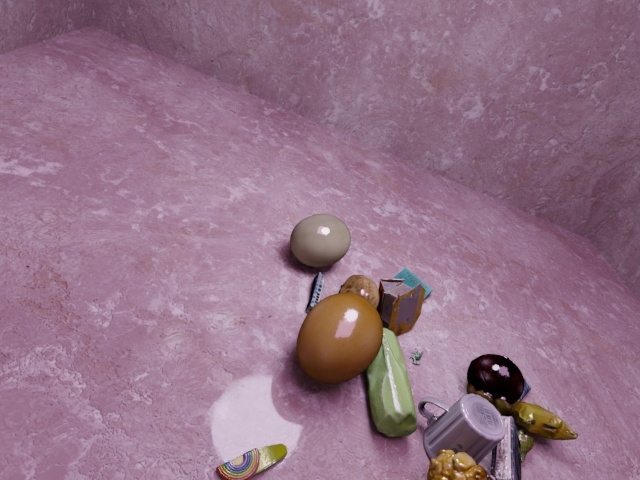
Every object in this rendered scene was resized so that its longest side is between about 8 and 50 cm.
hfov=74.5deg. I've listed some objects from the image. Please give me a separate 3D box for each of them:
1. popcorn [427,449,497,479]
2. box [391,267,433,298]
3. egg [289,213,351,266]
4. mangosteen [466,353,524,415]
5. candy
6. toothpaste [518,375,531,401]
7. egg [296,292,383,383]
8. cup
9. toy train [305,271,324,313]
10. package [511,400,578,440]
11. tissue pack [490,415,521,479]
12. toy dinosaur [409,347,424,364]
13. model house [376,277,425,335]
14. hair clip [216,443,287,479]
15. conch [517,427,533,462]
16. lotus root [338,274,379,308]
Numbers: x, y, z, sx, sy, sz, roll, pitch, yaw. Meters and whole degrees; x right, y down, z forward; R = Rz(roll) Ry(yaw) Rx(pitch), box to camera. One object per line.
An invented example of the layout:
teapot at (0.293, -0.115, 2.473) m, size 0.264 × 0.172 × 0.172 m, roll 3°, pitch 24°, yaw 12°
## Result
popcorn at (0.350, 0.652, 1.116) m, size 0.140 × 0.194 × 0.163 m, roll -3°, pitch 19°, yaw -33°
box at (0.380, 0.216, 1.835) m, size 0.162 × 0.041 × 0.229 m, roll 40°, pitch 36°, yaw 18°
egg at (0.000, 0.000, 1.707) m, size 0.269 × 0.219 × 0.219 m, roll 0°, pitch 42°, yaw -41°
mangosteen at (0.616, 0.504, 1.495) m, size 0.209 × 0.210 × 0.210 m, roll 18°, pitch 35°, yaw -13°
candy at (0.223, 0.446, 1.344) m, size 0.142 × 0.132 × 0.344 m, roll 12°, pitch 37°, yaw -12°
toothpaste at (0.770, 0.586, 1.624) m, size 0.197 × 0.035 × 0.057 m, roll -16°, pitch 68°, yaw -47°
egg at (0.059, 0.303, 1.311) m, size 0.250 × 0.250 × 0.322 m, roll 35°, pitch 38°, yaw 12°
cup at (0.405, 0.563, 1.249) m, size 0.221 × 0.202 × 0.167 m, roll 24°, pitch 31°, yaw -4°
toy train at (-0.015, 0.194, 1.590) m, size 0.047 × 0.043 × 0.208 m, roll 26°, pitch 34°, yaw -7°
package at (0.763, 0.630, 1.482) m, size 0.226 × 0.090 × 0.168 m, roll 21°, pitch 0°, yaw -6°
tissue pack at (0.554, 0.669, 1.251) m, size 0.073 × 0.174 × 0.235 m, roll -7°, pitch 20°, yaw 27°
toy dinosaur at (0.365, 0.432, 1.559) m, size 0.083 × 0.021 × 0.062 m, roll 10°, pitch 44°, yaw -18°
model house at (0.284, 0.249, 1.628) m, size 0.207 × 0.220 × 0.135 m, roll -20°, pitch 36°, yaw -38°
hair clip at (-0.158, 0.545, 1.035) m, size 0.188 × 0.033 × 0.060 m, roll -5°, pitch 48°, yaw -39°
conch at (0.664, 0.681, 1.411) m, size 0.089 × 0.074 × 0.121 m, roll 7°, pitch 42°, yaw 31°
lotus root at (0.144, 0.208, 1.597) m, size 0.154 × 0.140 × 0.257 m, roll 19°, pitch 28°, yaw -2°
